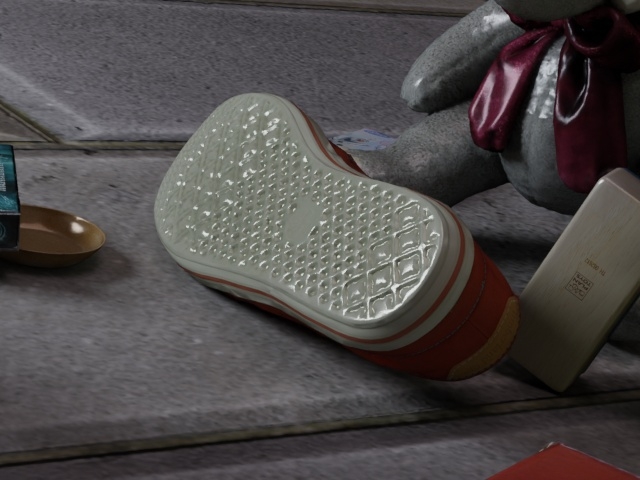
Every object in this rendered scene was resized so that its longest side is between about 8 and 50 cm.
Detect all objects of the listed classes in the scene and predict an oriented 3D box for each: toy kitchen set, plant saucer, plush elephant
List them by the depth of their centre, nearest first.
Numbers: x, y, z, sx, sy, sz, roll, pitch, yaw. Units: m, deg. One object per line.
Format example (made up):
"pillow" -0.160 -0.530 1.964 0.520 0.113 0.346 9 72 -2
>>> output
"toy kitchen set" 0.237 0.056 1.160 0.207 0.122 0.166 38 24 12
"plant saucer" -0.169 -0.001 1.170 0.083 0.015 0.083 10 18 -3
"plush elephant" 0.181 -0.139 1.274 0.330 0.255 0.272 -37 47 -29

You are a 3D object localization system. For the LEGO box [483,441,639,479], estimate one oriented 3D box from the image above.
"LEGO box" 0.143 0.247 0.316 0.500 0.193 0.372 22 20 30

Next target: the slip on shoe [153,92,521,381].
"slip on shoe" 0.000 0.000 1.160 0.101 0.123 0.331 39 -6 -35

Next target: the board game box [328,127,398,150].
"board game box" 0.052 -0.058 1.486 0.090 0.020 0.090 20 20 24

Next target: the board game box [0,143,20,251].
"board game box" -0.269 -0.029 1.142 0.186 0.026 0.126 2 21 -12
